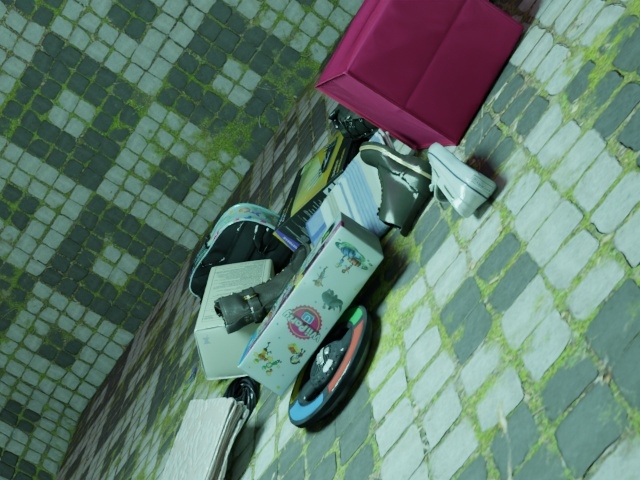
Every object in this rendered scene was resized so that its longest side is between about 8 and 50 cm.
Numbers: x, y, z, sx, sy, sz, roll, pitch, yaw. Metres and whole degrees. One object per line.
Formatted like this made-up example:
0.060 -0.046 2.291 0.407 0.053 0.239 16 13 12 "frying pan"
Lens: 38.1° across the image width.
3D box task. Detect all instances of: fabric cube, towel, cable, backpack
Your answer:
0.181 -0.347 1.768 0.258 0.259 0.254 -61 14 -4 "fabric cube"
-0.366 0.382 2.608 0.060 0.009 0.083 -51 14 23 "towel"
-0.189 0.360 1.938 0.184 0.047 0.150 -44 19 43 "cable"
-0.249 0.464 1.814 0.332 0.053 0.317 -23 45 67 "towel"
0.075 -0.058 1.842 0.285 0.034 0.209 -51 39 31 "towel"
-0.175 0.038 2.234 0.253 0.225 0.191 -57 15 27 "backpack"

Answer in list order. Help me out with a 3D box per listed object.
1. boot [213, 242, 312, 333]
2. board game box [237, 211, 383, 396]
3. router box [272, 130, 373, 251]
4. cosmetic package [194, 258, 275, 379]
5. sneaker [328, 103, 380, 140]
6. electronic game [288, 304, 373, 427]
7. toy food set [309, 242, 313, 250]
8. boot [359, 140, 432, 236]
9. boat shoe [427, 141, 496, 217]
-0.111 0.098 1.906 0.229 0.091 0.263 -19 17 -2 "boot"
-0.015 0.106 1.661 0.303 0.097 0.224 -55 3 7 "board game box"
0.022 -0.140 2.164 0.243 0.081 0.309 -42 16 29 "router box"
-0.176 0.167 2.033 0.296 0.153 0.129 -85 -13 -66 "cosmetic package"
0.111 -0.268 2.046 0.130 0.109 0.286 -36 20 -10 "sneaker"
0.015 0.208 1.545 0.229 0.048 0.229 -53 13 18 "electronic game"
0.000 0.000 2.123 0.132 0.038 0.192 -39 16 35 "toy food set"
0.117 -0.098 1.695 0.198 0.077 0.137 26 88 50 "boot"
0.205 -0.097 1.478 0.076 0.083 0.226 -54 14 9 "boat shoe"
